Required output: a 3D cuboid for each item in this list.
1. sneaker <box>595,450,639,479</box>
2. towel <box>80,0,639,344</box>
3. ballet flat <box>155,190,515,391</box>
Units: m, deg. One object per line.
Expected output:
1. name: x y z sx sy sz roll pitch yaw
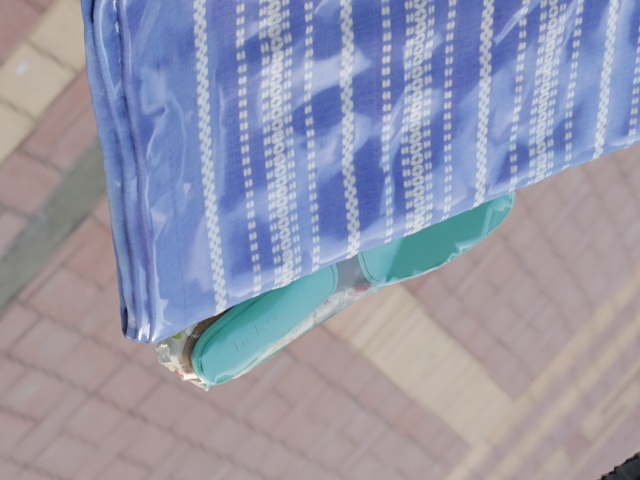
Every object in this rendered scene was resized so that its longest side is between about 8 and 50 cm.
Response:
1. sneaker: 0.290 0.164 0.835 0.447 0.257 0.169 -31 -164 -14
2. towel: 0.054 -0.090 0.809 0.336 0.040 0.243 -21 138 -20
3. ballet flat: 0.000 0.000 1.072 0.241 0.077 0.091 -27 133 -19
